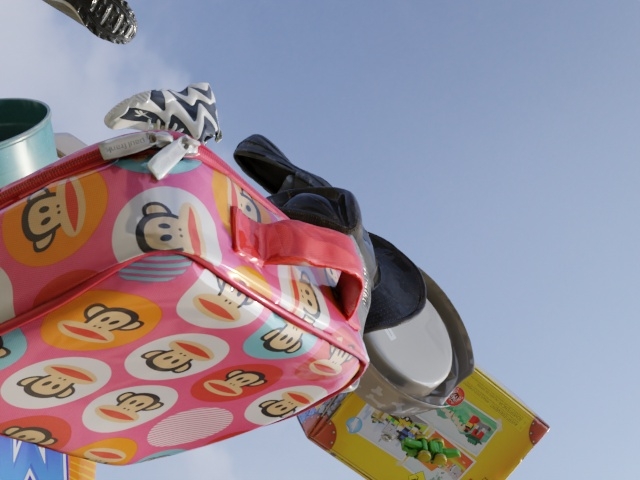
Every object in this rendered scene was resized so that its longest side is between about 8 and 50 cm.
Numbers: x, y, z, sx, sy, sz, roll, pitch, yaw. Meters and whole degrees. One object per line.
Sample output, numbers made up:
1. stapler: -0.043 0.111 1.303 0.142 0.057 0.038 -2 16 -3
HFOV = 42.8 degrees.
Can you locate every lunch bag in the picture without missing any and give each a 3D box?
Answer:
1. lunch bag: -0.096 0.052 0.554 0.258 0.120 0.293 -24 -31 15

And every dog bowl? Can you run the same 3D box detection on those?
1. dog bowl: 0.146 0.189 1.618 0.349 0.349 0.102 47 -55 -2

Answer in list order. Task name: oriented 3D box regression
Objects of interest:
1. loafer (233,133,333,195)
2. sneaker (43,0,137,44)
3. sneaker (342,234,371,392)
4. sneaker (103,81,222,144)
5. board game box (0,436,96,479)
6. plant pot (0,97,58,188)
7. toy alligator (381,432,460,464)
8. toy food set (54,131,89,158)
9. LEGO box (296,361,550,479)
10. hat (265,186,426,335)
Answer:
1. loafer: -0.052 -0.090 1.373 0.223 0.078 0.076 38 -52 0
2. sneaker: -0.500 -0.502 1.687 0.272 0.100 0.108 31 2 -23
3. sneaker: -0.012 0.083 0.956 0.118 0.222 0.083 -12 -50 21
4. sneaker: -0.298 -0.216 1.623 0.094 0.235 0.153 -30 -98 51
5. board game box: -0.516 0.241 0.975 0.356 0.356 0.357 -30 -40 33
6. plant pot: -0.552 -0.071 1.347 0.272 0.272 0.255 12 -57 30
7. toy alligator: 0.212 0.458 1.783 0.190 0.056 0.051 15 -55 -13
8. toy food set: -0.622 -0.175 2.129 0.306 0.220 0.092 36 -81 -2
9. LEGO box: 0.247 0.431 2.004 0.500 0.372 0.193 39 3 -19
10. hat: 0.000 0.000 1.136 0.331 0.331 0.133 20 -60 24
